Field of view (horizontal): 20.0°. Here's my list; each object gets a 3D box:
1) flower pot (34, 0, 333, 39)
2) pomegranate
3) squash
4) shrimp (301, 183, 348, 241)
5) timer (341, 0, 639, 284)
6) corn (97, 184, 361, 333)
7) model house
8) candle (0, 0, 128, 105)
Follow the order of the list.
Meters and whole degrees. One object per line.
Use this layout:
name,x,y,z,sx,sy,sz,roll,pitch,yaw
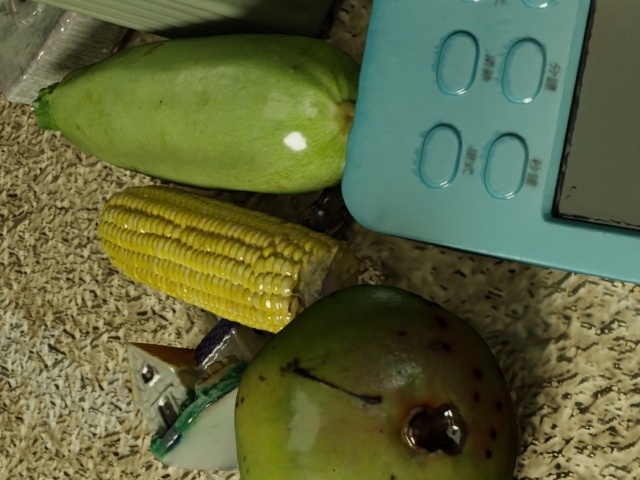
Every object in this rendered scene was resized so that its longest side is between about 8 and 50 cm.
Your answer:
flower pot,-0.097,-0.259,1.318,0.209,0.189,0.239,-38,56,37
pomegranate,0.025,0.132,1.137,0.210,0.179,0.179,-59,43,49
squash,-0.091,-0.093,1.339,0.370,0.118,0.118,5,86,51
shrimp,-0.003,0.001,1.285,0.038,0.029,0.092,25,104,46
timer,0.145,-0.098,1.105,0.250,0.091,0.232,9,89,44
corn,-0.070,0.012,1.284,0.248,0.081,0.081,17,95,48
model house,-0.080,0.096,1.306,0.101,0.087,0.100,-47,53,26
candle,-0.226,-0.196,1.535,0.192,0.068,0.169,10,91,51
